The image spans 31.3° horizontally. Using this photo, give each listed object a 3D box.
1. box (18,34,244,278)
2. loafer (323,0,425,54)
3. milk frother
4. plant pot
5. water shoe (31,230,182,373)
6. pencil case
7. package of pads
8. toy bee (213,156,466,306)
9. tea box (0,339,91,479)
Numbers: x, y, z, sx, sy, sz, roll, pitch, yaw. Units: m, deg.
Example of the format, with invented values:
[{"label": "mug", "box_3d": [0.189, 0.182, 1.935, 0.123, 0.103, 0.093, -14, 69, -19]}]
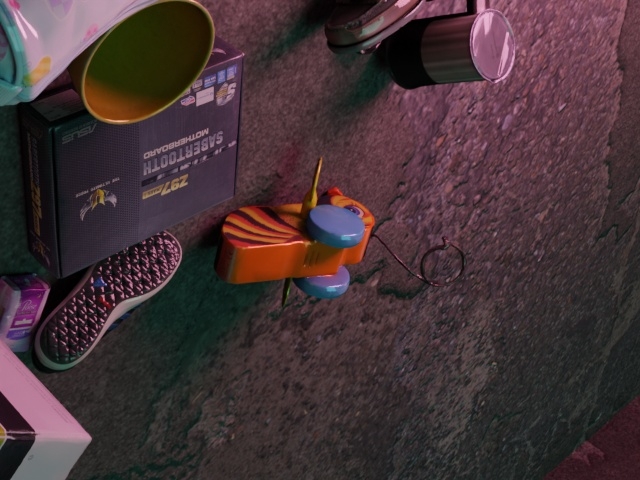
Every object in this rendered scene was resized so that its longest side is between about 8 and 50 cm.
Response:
[{"label": "box", "box_3d": [-0.182, -0.086, 1.137, 0.233, 0.059, 0.183, -27, 141, -35]}, {"label": "loafer", "box_3d": [0.088, -0.311, 1.267, 0.267, 0.096, 0.084, -45, 129, -26]}, {"label": "milk frother", "box_3d": [0.126, -0.233, 1.326, 0.143, 0.135, 0.129, -29, 110, -39]}, {"label": "plant pot", "box_3d": [-0.175, -0.184, 1.005, 0.134, 0.095, 0.134, -33, 153, -19]}, {"label": "water shoe", "box_3d": [-0.235, 0.060, 1.222, 0.203, 0.073, 0.080, -45, -174, -32]}, {"label": "pencil case", "box_3d": [-0.179, -0.205, 0.854, 0.273, 0.113, 0.124, -45, 118, -43]}, {"label": "package of pads", "box_3d": [-0.309, 0.075, 1.155, 0.050, 0.032, 0.083, -5, 124, -54]}, {"label": "toy bee", "box_3d": [0.000, 0.000, 1.409, 0.298, 0.162, 0.195, 23, 112, -33]}, {"label": "tea box", "box_3d": [-0.430, 0.218, 0.934, 0.329, 0.220, 0.323, -56, 151, 9]}]
